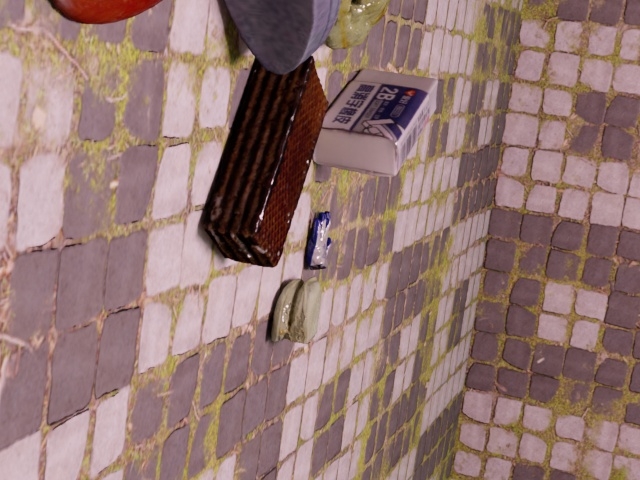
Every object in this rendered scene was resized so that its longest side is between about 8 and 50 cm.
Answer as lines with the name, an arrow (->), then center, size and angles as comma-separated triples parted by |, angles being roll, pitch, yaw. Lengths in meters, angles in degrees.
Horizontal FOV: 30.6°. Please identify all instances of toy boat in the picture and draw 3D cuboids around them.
toy boat -> -0.043, -0.287, 1.202 | 0.283, 0.127, 0.078 | 83, 25, -49

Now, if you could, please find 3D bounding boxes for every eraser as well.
eraser -> 0.082, -0.173, 1.665 | 0.210, 0.124, 0.068 | -57, 151, -52

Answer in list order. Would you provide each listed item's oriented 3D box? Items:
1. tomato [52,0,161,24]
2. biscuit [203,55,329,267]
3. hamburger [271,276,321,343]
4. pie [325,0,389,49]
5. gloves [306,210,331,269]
tomato -> -0.146, -0.264, 0.938 | 0.173, 0.099, 0.189 | -8, 109, -74
biscuit -> -0.059, -0.098, 1.357 | 0.106, 0.070, 0.252 | 64, 39, -64
hamburger -> -0.028, 0.091, 1.602 | 0.121, 0.054, 0.084 | -15, 111, -74
pie -> 0.050, -0.371, 1.509 | 0.248, 0.090, 0.201 | 79, 24, -57
gloves -> 0.000, 0.000, 1.675 | 0.064, 0.026, 0.086 | 2, 93, -74
